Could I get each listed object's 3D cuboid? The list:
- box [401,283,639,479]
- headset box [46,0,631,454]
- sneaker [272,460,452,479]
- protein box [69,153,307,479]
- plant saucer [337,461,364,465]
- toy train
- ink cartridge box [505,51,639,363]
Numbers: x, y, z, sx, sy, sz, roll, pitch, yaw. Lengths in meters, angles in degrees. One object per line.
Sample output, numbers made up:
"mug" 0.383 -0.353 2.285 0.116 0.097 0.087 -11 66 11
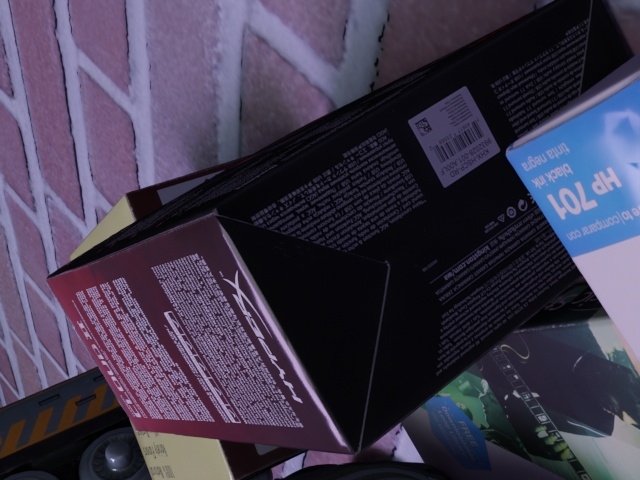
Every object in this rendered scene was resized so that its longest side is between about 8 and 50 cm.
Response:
"box" 0.169 0.137 0.591 0.232 0.058 0.322 59 152 -5
"headset box" 0.000 0.000 0.547 0.110 0.218 0.293 61 152 -8
"sneaker" 0.068 0.184 0.645 0.299 0.121 0.111 4 106 37
"protein box" -0.073 0.064 0.786 0.200 0.136 0.201 -30 81 63
"plant saucer" 0.072 0.257 0.910 0.168 0.029 0.168 40 149 31
"toy train" -0.187 0.194 0.965 0.190 0.333 0.142 50 158 46
"ink cartridge box" 0.175 0.007 0.352 0.191 0.139 0.082 58 152 -2
